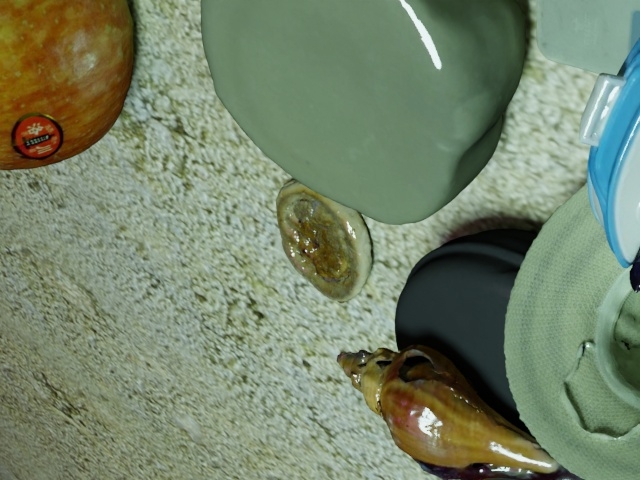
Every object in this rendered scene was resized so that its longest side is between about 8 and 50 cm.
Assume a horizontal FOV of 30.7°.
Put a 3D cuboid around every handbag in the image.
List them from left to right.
[{"bbox_3d":[0.191,0.129,0.994,0.254,0.093,0.308,-11,110,52],"label":"handbag"}]

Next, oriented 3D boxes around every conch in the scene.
[{"bbox_3d":[0.109,0.156,0.961,0.233,0.080,0.086,43,152,15],"label":"conch"}]

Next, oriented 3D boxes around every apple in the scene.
[{"bbox_3d":[-0.343,-0.208,1.226,0.277,0.250,0.309,33,143,29],"label":"apple"}]

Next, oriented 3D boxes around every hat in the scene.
[{"bbox_3d":[0.261,0.063,0.821,0.252,0.252,0.110,9,166,47],"label":"hat"}]

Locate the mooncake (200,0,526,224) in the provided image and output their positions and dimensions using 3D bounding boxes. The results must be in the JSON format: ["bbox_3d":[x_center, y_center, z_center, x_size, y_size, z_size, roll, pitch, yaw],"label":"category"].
[{"bbox_3d":[0.034,-0.152,0.913,0.275,0.135,0.275,29,140,28],"label":"mooncake"}]

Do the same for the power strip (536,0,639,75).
[{"bbox_3d":[0.245,-0.147,0.733,0.270,0.046,0.118,25,136,38],"label":"power strip"}]

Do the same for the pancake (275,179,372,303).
[{"bbox_3d":[0.000,0.000,1.180,0.139,0.022,0.139,32,139,32],"label":"pancake"}]

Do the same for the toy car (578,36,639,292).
[{"bbox_3d":[0.284,-0.051,0.583,0.314,0.166,0.198,11,127,-2],"label":"toy car"}]
